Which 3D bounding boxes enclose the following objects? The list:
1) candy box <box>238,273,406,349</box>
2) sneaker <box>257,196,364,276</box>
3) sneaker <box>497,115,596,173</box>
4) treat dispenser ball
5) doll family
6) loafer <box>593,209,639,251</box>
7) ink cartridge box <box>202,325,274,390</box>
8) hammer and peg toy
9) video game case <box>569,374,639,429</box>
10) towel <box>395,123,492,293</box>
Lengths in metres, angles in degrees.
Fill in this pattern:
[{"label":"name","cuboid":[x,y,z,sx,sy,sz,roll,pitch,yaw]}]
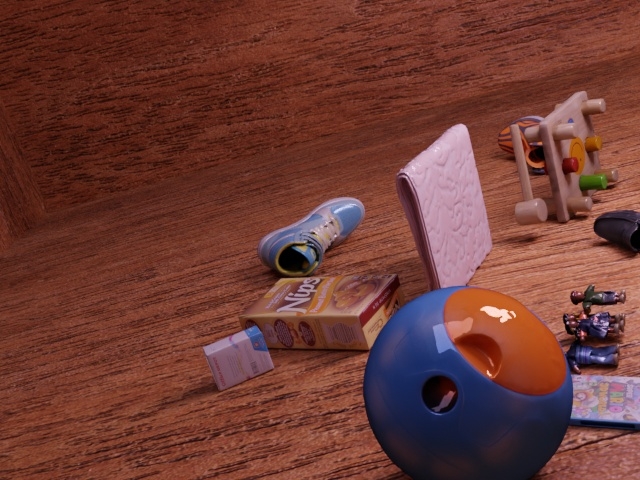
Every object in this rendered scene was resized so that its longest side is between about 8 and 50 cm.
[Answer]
[{"label":"candy box","cuboid":[0.003,0.153,1.793,0.316,0.088,0.183,-3,23,35]},{"label":"sneaker","cuboid":[0.000,0.000,2.180,0.319,0.127,0.208,-30,19,-8]},{"label":"sneaker","cuboid":[0.617,-0.277,2.405,0.180,0.125,0.321,-30,22,-35]},{"label":"treat dispenser ball","cuboid":[0.202,0.207,1.157,0.288,0.288,0.288,-15,19,5]},{"label":"doll family","cuboid":[0.459,0.151,1.424,0.111,0.076,0.193,-2,27,27]},{"label":"loafer","cuboid":[0.654,-0.015,1.711,0.078,0.076,0.223,-20,21,-32]},{"label":"ink cartridge box","cuboid":[-0.169,0.240,1.697,0.122,0.089,0.052,-22,19,-13]},{"label":"hammer and peg toy","cuboid":[0.580,-0.190,1.973,0.127,0.266,0.361,0,24,41]},{"label":"video game case","cuboid":[0.449,0.244,1.260,0.166,0.015,0.119,-3,23,35]},{"label":"towel","cuboid":[0.275,-0.057,1.795,0.053,0.317,0.332,-4,22,32]}]
